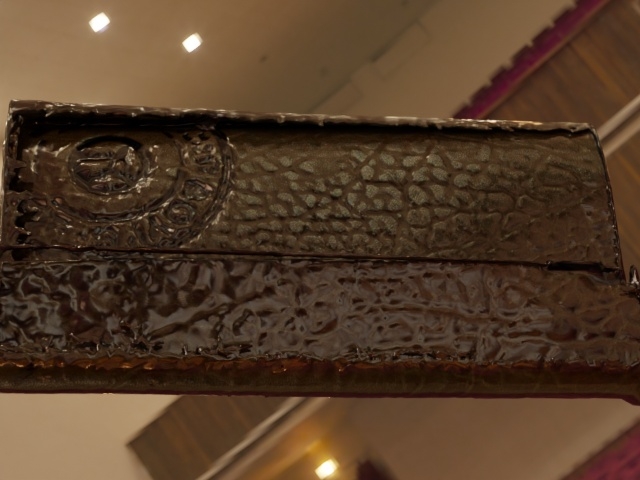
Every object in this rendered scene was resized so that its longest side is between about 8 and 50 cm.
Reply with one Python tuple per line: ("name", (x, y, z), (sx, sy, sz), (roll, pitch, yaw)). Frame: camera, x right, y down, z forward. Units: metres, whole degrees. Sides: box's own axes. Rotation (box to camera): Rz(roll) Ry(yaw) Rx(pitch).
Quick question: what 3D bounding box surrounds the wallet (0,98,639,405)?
("wallet", (0.000, 0.000, 0.506), (0.243, 0.133, 0.039), (2, -35, -9))
